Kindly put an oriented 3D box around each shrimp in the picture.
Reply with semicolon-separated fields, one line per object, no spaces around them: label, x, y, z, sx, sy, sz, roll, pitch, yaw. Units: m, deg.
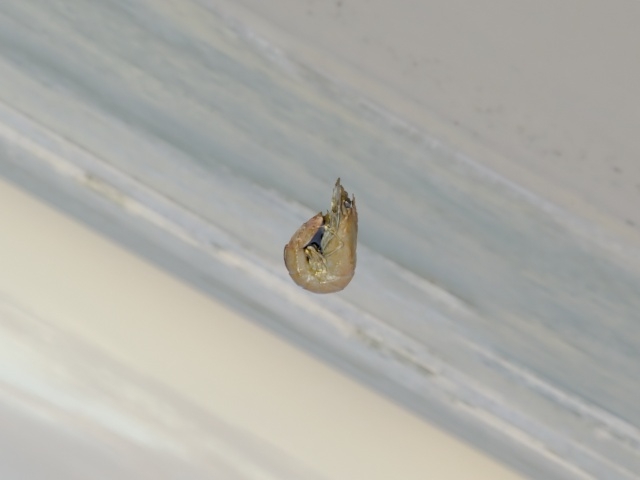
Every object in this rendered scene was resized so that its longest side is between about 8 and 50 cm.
shrimp;0.000;0.000;1.131;0.059;0.108;0.023;-1;-145;-1
